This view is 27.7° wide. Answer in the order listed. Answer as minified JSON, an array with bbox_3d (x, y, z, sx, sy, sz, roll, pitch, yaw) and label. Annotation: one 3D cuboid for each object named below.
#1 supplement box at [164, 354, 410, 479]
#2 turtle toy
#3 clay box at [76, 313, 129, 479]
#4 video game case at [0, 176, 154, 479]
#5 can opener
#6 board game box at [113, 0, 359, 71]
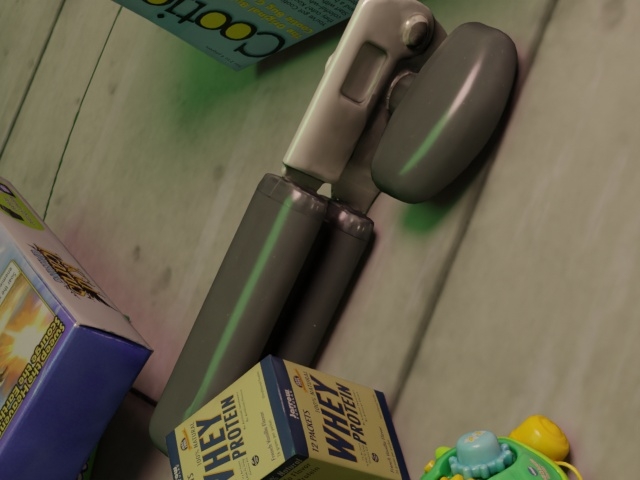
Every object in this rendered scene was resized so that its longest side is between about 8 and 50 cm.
[{"bbox_3d":[-0.017,0.110,0.645,0.083,0.083,0.056,-40,48,27],"label":"supplement box"},{"bbox_3d":[0.077,0.135,0.548,0.095,0.066,0.130,-50,44,18],"label":"turtle toy"},{"bbox_3d":[-0.205,0.149,0.847,0.127,0.053,0.222,-1,72,46],"label":"clay box"},{"bbox_3d":[-0.240,0.114,0.812,0.270,0.061,0.244,-58,41,7],"label":"video game case"},{"bbox_3d":[0.000,0.000,0.684,0.093,0.074,0.280,36,99,47],"label":"can opener"},{"bbox_3d":[0.004,-0.225,0.718,0.275,0.144,0.142,-19,59,39],"label":"board game box"}]
